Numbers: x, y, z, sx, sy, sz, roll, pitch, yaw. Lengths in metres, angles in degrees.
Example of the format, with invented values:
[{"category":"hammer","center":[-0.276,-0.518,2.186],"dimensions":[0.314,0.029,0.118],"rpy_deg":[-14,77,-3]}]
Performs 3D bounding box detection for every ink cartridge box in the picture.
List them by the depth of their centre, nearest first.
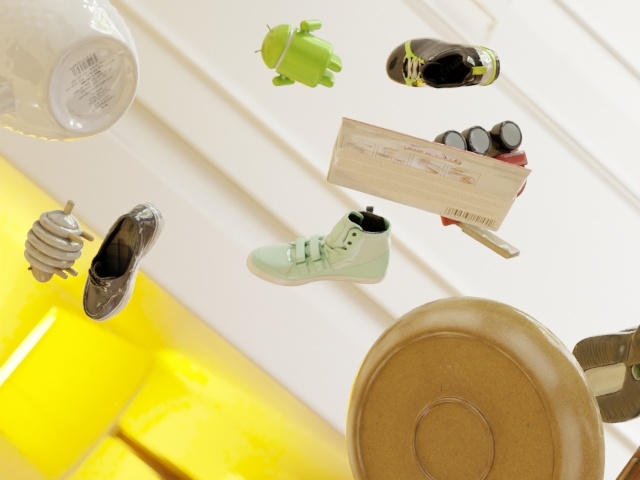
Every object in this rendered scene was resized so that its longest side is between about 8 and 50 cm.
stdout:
[{"category":"ink cartridge box","center":[0.168,-0.123,1.937],"dimensions":[0.261,0.296,0.066],"rpy_deg":[104,-177,-69]}]

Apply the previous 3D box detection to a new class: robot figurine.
[{"category":"robot figurine","center":[-0.028,-0.248,1.659],"dimensions":[0.067,0.115,0.101],"rpy_deg":[-86,21,-61]}]

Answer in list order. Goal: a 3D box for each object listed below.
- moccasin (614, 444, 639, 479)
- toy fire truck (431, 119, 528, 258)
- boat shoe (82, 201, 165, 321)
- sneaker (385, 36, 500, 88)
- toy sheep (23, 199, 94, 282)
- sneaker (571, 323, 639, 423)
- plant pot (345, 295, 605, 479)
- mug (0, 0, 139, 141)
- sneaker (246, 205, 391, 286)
[{"category":"moccasin","center":[0.402,0.399,1.722],"dimensions":[0.380,0.139,0.147],"rpy_deg":[-46,42,-16]},{"category":"toy fire truck","center":[0.295,-0.082,2.234],"dimensions":[0.217,0.246,0.158],"rpy_deg":[-12,-4,-36]},{"category":"boat shoe","center":[-0.313,0.039,1.869],"dimensions":[0.228,0.080,0.076],"rpy_deg":[-52,-15,29]},{"category":"sneaker","center":[0.184,-0.291,2.029],"dimensions":[0.235,0.084,0.097],"rpy_deg":[5,15,43]},{"category":"toy sheep","center":[-0.378,0.002,1.773],"dimensions":[0.132,0.091,0.091],"rpy_deg":[-62,8,11]},{"category":"sneaker","center":[0.548,0.138,1.633],"dimensions":[0.258,0.169,0.447],"rpy_deg":[-16,-1,-21]},{"category":"plant pot","center":[0.112,0.163,0.996],"dimensions":[0.236,0.236,0.032],"rpy_deg":[-45,-25,26]},{"category":"mug","center":[-0.486,-0.282,1.961],"dimensions":[0.374,0.276,0.328],"rpy_deg":[-29,42,-30]},{"category":"sneaker","center":[0.000,0.000,2.165],"dimensions":[0.094,0.256,0.151],"rpy_deg":[-99,13,-45]}]
